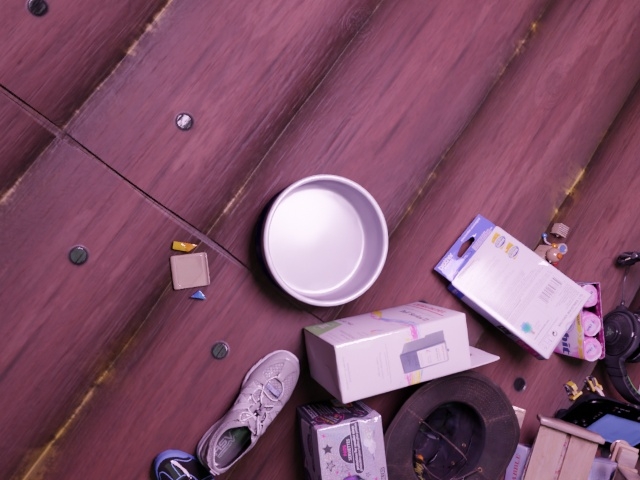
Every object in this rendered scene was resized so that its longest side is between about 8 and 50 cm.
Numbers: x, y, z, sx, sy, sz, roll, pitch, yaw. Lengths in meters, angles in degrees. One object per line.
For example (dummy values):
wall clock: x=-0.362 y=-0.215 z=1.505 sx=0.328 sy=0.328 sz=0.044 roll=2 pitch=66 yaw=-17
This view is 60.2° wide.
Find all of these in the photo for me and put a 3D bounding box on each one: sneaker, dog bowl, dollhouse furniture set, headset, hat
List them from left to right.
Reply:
sneaker: x=-0.232 y=0.505 z=1.082 sx=0.081 sy=0.090 sz=0.232 roll=-46 pitch=103 yaw=-12
sneaker: x=-0.129 y=0.350 z=1.101 sx=0.105 sy=0.115 sz=0.281 roll=39 pitch=79 yaw=-14
dog bowl: x=0.000 y=0.000 z=1.149 sx=0.264 sy=0.104 sz=0.265 roll=0 pitch=90 yaw=-18
hat: x=0.266 y=0.434 z=1.220 sx=0.331 sy=0.134 sz=0.332 roll=-1 pitch=93 yaw=-13
dollhouse furniture set: x=0.560 y=0.569 z=1.292 sx=0.355 sy=0.174 sz=0.304 roll=18 pitch=93 yaw=13
headset: x=0.820 y=0.219 z=1.367 sx=0.243 sy=0.185 sz=0.395 roll=-12 pitch=84 yaw=-18

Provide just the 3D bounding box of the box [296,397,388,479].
box: x=0.045 y=0.469 z=1.132 sx=0.142 sy=0.163 sz=0.248 roll=-8 pitch=92 yaw=-16

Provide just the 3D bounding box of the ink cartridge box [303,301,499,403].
ink cartridge box: x=0.165 y=0.212 z=1.147 sx=0.353 sy=0.207 sz=0.119 roll=-10 pitch=94 yaw=-18

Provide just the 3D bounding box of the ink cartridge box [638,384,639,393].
ink cartridge box: x=0.891 y=0.419 z=1.460 sx=0.088 sy=0.052 sz=0.123 roll=19 pitch=83 yaw=-16

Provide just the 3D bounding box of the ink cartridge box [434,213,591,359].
ink cartridge box: x=0.433 y=0.103 z=1.270 sx=0.311 sy=0.065 sz=0.186 roll=39 pitch=78 yaw=9

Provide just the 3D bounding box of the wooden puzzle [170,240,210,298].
wooden puzzle: x=-0.263 y=0.060 z=1.114 sx=0.078 sy=0.014 sz=0.117 roll=0 pitch=90 yaw=-13

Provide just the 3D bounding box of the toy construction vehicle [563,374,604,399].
toy construction vehicle: x=0.674 y=0.389 z=1.400 sx=0.085 sy=0.035 sz=0.098 roll=-27 pitch=98 yaw=-16

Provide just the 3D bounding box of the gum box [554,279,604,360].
gum box: x=0.622 y=0.195 z=1.346 sx=0.062 sy=0.107 sz=0.189 roll=-6 pitch=92 yaw=-18

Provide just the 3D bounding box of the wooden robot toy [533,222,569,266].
wooden robot toy: x=0.566 y=0.036 z=1.343 sx=0.076 sy=0.079 sz=0.173 roll=44 pitch=78 yaw=-13

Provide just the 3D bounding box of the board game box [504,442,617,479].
board game box: x=0.584 y=0.680 z=1.347 sx=0.317 sy=0.066 sz=0.319 roll=16 pitch=82 yaw=-17

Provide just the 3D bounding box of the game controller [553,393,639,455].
game controller: x=0.734 y=0.460 z=1.366 sx=0.319 sy=0.166 sz=0.067 roll=18 pitch=47 yaw=-17
